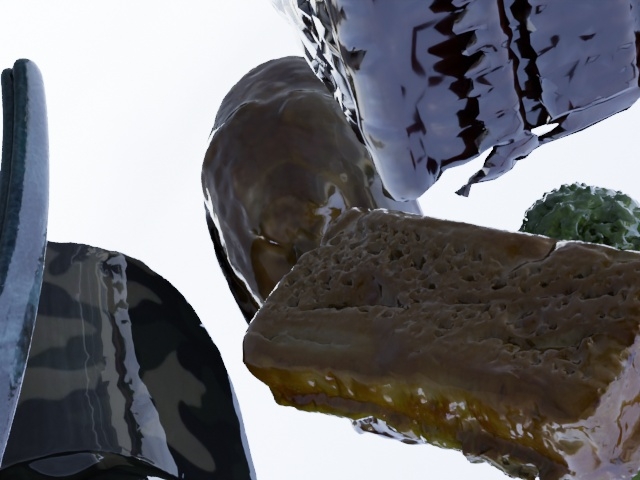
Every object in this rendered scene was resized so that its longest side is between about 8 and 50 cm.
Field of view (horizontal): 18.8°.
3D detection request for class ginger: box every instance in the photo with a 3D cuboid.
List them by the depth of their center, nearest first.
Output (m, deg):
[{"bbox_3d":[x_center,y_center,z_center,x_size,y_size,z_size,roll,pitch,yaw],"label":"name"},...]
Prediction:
[{"bbox_3d":[0.000,0.000,1.399,0.165,0.172,0.321,-34,-120,26],"label":"ginger"}]

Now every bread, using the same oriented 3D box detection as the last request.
[{"bbox_3d":[0.077,0.057,1.033,0.271,0.077,0.139,9,-127,46],"label":"bread"}]

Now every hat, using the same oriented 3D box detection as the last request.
[{"bbox_3d":[-0.140,0.161,1.207,0.257,0.366,0.382,143,-58,-64],"label":"hat"}]

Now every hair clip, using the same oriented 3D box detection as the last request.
[{"bbox_3d":[-0.144,0.026,0.848,0.070,0.039,0.229,0,-111,35],"label":"hair clip"}]

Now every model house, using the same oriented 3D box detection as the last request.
[{"bbox_3d":[0.059,-0.198,0.621,0.297,0.317,0.282,7,-134,22],"label":"model house"}]

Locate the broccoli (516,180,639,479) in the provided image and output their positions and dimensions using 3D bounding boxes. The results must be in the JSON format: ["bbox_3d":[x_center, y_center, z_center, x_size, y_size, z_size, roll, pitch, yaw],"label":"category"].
[{"bbox_3d":[0.239,0.113,1.316,0.186,0.254,0.302,-168,-100,-66],"label":"broccoli"}]
